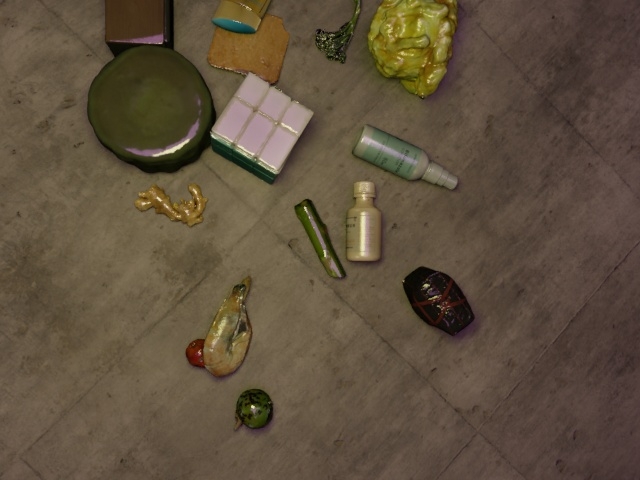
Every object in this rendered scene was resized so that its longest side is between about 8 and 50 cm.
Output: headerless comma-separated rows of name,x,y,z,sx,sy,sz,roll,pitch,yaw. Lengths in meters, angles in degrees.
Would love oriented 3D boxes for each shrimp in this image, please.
shrimp,-0.260,0.262,1.656,0.168,0.077,0.317,40,65,-46

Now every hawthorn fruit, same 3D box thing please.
hawthorn fruit,-0.362,0.345,1.645,0.093,0.093,0.093,0,88,-9

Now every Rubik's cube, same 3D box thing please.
Rubik's cube,-0.180,-0.327,1.621,0.225,0.231,0.221,31,83,-8

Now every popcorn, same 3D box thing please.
popcorn,0.286,-0.628,1.684,0.279,0.274,0.335,27,84,-4

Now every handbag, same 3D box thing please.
handbag,0.371,0.188,1.714,0.155,0.169,0.215,-40,95,-8

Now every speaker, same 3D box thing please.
speaker,-0.541,-0.672,1.619,0.193,0.153,0.230,0,88,-8

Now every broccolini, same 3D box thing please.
broccolini,0.059,-0.718,1.759,0.123,0.062,0.271,16,91,-23

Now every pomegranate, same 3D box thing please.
pomegranate,-0.213,0.519,1.646,0.161,0.122,0.122,-38,94,19

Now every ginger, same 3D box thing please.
ginger,-0.448,-0.110,1.660,0.193,0.052,0.176,-36,88,-9

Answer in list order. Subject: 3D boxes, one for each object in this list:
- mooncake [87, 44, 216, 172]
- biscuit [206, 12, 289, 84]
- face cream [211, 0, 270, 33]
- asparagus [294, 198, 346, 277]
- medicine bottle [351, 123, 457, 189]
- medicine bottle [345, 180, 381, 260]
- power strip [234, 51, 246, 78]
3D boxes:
mooncake,-0.488,-0.379,1.596,0.357,0.194,0.356,1,83,-9
biscuit,-0.222,-0.629,1.722,0.232,0.013,0.236,15,78,-8
face cream,-0.223,-0.778,1.703,0.139,0.067,0.284,23,79,-6
asparagus,0.000,0.000,1.722,0.067,0.060,0.277,-25,91,-28
medicine bottle,0.279,-0.256,1.748,0.352,0.110,0.110,23,84,-7
medicine bottle,0.138,-0.060,1.716,0.114,0.114,0.252,2,88,-9
power strip,-0.229,-0.538,1.728,0.136,0.019,0.051,45,80,-4
